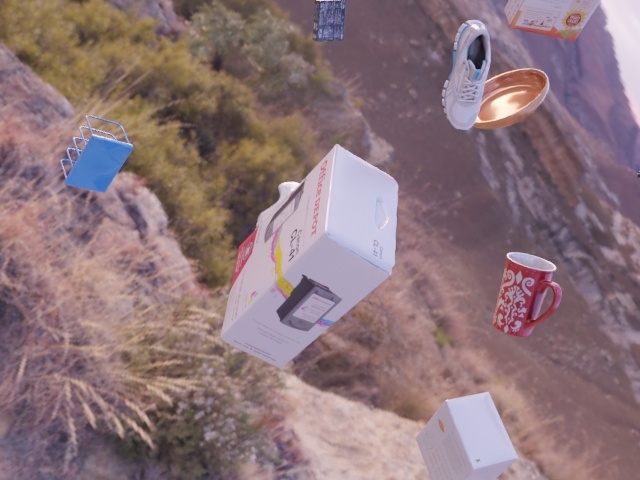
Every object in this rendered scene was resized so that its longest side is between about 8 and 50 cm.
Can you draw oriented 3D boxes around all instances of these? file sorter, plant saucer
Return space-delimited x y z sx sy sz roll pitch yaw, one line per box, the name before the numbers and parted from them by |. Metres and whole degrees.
file sorter | -0.602 -0.232 2.101 0.118 0.170 0.105 11 39 -44
plant saucer | 0.404 -0.304 1.723 0.037 0.199 0.200 57 17 -29

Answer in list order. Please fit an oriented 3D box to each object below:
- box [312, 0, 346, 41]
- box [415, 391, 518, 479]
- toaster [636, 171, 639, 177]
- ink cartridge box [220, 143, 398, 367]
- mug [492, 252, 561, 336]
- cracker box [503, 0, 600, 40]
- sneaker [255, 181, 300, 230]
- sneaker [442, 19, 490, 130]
box | 0.018 -0.452 1.616 0.067 0.083 0.018 -13 29 -30
box | 0.256 0.370 1.406 0.090 0.170 0.130 -7 57 -20
toaster | 0.868 -0.175 1.813 0.146 0.226 0.129 158 -69 -79
ink cartridge box | -0.020 0.029 1.275 0.131 0.306 0.226 29 40 -19
mug | 0.459 0.131 1.782 0.113 0.169 0.150 11 17 -7
cracker box | 0.486 -0.516 1.554 0.155 0.232 0.067 7 51 -16
sneaker | -0.094 0.010 1.662 0.118 0.292 0.110 28 -6 22
sneaker | 0.257 -0.281 1.365 0.083 0.071 0.191 -100 -168 -70
